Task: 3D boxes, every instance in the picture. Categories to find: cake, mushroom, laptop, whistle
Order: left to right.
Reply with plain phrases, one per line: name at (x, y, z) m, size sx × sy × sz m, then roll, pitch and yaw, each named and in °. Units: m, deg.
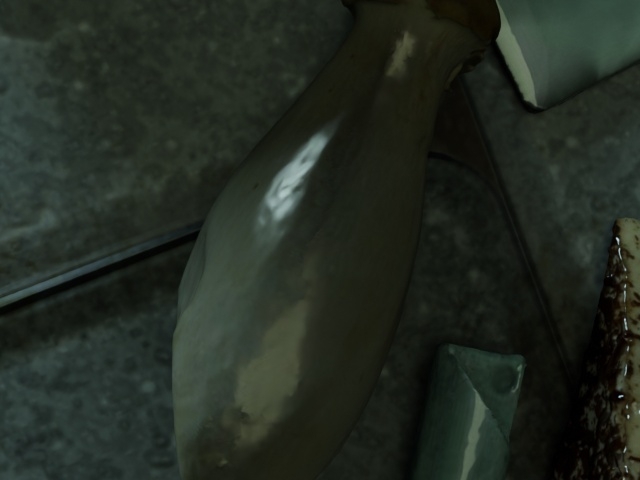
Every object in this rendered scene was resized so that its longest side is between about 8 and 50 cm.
mushroom at (0.000, 0.000, 0.430) m, size 0.128 × 0.128 × 0.350 m, roll 24°, pitch 86°, yaw -7°
whistle at (0.067, 0.218, 0.473) m, size 0.062 × 0.062 × 0.312 m, roll 13°, pitch 89°, yaw -7°
laptop at (0.158, -0.240, 0.498) m, size 0.188 × 0.015 × 0.269 m, roll -27°, pitch 94°, yaw -6°
cake at (0.223, 0.110, 0.453) m, size 0.112 × 0.135 × 0.246 m, roll 16°, pitch 89°, yaw -6°
